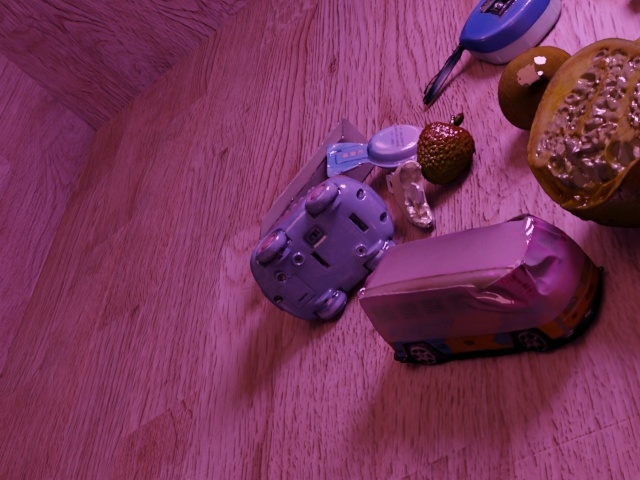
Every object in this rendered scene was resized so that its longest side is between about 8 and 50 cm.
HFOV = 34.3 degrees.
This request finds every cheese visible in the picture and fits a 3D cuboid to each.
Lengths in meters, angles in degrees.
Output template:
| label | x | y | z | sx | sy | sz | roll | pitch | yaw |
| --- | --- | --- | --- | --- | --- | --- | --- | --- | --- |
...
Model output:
| label | x | y | z | sx | sy | sz | roll | pitch | yaw |
| --- | --- | --- | --- | --- | --- | --- | --- | --- | --- |
| cheese | 0.131 | -0.189 | 2.169 | 0.244 | 0.052 | 0.135 | -11 | 39 | 9 |
| cheese | 0.167 | -0.100 | 2.044 | 0.049 | 0.127 | 0.235 | -14 | 11 | -7 |

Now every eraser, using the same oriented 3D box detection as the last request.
| label | x | y | z | sx | sy | sz | roll | pitch | yaw |
| --- | --- | --- | --- | --- | --- | --- | --- | --- | --- |
| eraser | -0.006 | -0.104 | 2.270 | 0.352 | 0.111 | 0.077 | -53 | 27 | -10 |

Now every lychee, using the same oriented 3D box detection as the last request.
| label | x | y | z | sx | sy | sz | roll | pitch | yaw |
| --- | --- | --- | --- | --- | --- | --- | --- | --- | --- |
| lychee | 0.242 | -0.178 | 2.001 | 0.114 | 0.114 | 0.147 | 10 | 80 | 60 |

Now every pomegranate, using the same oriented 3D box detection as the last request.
| label | x | y | z | sx | sy | sz | roll | pitch | yaw |
| --- | --- | --- | --- | --- | --- | --- | --- | --- | --- |
| pomegranate | 0.480 | -0.175 | 1.499 | 0.359 | 0.216 | 0.310 | -58 | 25 | 4 |

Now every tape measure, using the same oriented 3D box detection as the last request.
| label | x | y | z | sx | sy | sz | roll | pitch | yaw |
| --- | --- | --- | --- | --- | --- | --- | --- | --- | --- |
| tape measure | 0.353 | -0.422 | 2.183 | 0.351 | 0.098 | 0.215 | -51 | 26 | 0 |

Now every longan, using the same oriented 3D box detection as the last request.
| label | x | y | z | sx | sy | sz | roll | pitch | yaw |
| --- | --- | --- | --- | --- | --- | --- | --- | --- | --- |
| longan | 0.399 | -0.273 | 1.880 | 0.154 | 0.176 | 0.145 | -16 | 79 | 14 |

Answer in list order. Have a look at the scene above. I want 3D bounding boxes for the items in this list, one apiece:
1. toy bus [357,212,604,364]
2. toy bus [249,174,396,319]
| label | x | y | z | sx | sy | sz | roll | pitch | yaw |
| --- | --- | --- | --- | --- | --- | --- | --- | --- | --- |
| toy bus | 0.237 | 0.077 | 1.610 | 0.386 | 0.162 | 0.171 | -14 | 41 | 48 |
| toy bus | 0.000 | 0.000 | 2.053 | 0.294 | 0.197 | 0.232 | -46 | 17 | 7 |
